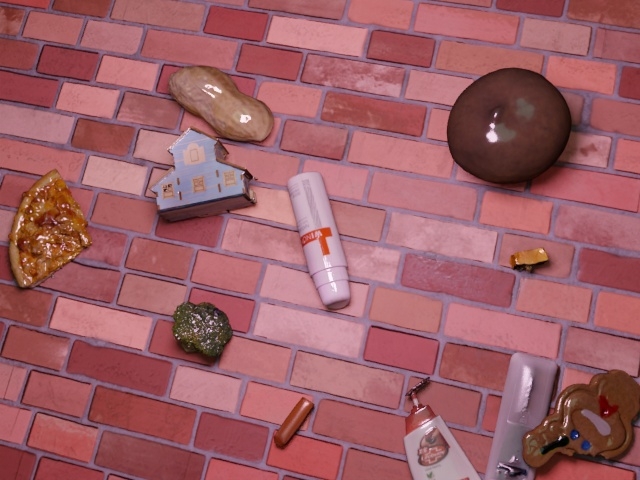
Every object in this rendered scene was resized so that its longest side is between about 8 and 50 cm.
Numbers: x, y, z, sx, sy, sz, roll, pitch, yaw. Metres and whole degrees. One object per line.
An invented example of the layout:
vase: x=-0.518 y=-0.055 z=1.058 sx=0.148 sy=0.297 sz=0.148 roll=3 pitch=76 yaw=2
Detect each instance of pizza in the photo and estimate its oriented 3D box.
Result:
pizza: x=-0.717 y=-0.030 z=2.043 sx=0.226 sy=0.086 sz=0.335 roll=10 pitch=76 yaw=11

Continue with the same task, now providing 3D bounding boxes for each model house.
model house: x=-0.304 y=-0.177 z=1.972 sx=0.271 sy=0.178 sz=0.206 roll=-12 pitch=81 yaw=7

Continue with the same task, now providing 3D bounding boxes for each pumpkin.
pumpkin: x=0.507 y=0.049 z=1.865 sx=0.083 sy=0.074 sz=0.054 roll=-8 pitch=81 yaw=5

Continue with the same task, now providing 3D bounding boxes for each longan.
longan: x=0.448 y=-0.271 z=1.849 sx=0.297 sy=0.297 sz=0.297 roll=-2 pitch=76 yaw=7

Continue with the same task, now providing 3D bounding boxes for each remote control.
remote control: x=0.471 y=0.423 z=1.785 sx=0.109 sy=0.055 sz=0.313 roll=13 pitch=79 yaw=11

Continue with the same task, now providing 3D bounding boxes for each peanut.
peanut: x=-0.263 y=-0.364 z=2.041 sx=0.313 sy=0.149 sz=0.149 roll=37 pitch=83 yaw=14

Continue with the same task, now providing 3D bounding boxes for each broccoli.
broccoli: x=-0.298 y=0.216 z=1.906 sx=0.162 sy=0.146 sz=0.138 roll=41 pitch=118 yaw=-3

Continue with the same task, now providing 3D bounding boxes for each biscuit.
biscuit: x=0.602 y=0.421 z=1.753 sx=0.320 sy=0.047 sz=0.183 roll=-20 pitch=81 yaw=-6

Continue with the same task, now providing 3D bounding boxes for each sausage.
sausage: x=-0.066 y=0.441 z=1.859 sx=0.039 sy=0.041 sz=0.131 roll=36 pitch=83 yaw=9

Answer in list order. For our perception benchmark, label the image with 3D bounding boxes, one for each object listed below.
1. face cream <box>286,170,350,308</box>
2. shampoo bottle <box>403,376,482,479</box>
face cream: x=0.000 y=0.000 z=1.931 sx=0.102 sy=0.102 sz=0.345 roll=-16 pitch=73 yaw=3
shampoo bottle: x=0.264 y=0.469 z=1.792 sx=0.153 sy=0.071 sz=0.284 roll=-21 pitch=75 yaw=3
